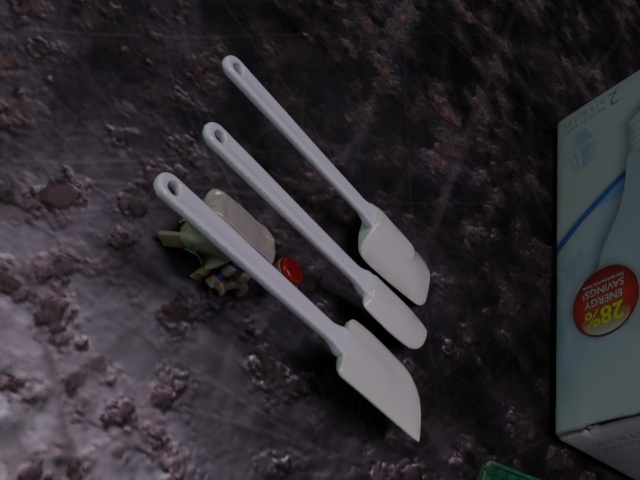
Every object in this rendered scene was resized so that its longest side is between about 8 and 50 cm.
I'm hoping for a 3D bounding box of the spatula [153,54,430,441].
[{"bbox_3d":[0.000,0.000,0.503,0.242,0.019,0.168,44,40,-27],"label":"spatula"}]

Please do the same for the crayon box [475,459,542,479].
[{"bbox_3d":[0.060,0.265,0.344,0.081,0.165,0.278,16,43,21],"label":"crayon box"}]

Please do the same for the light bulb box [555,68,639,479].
[{"bbox_3d":[0.400,-0.001,0.633,0.225,0.358,0.361,29,51,-22],"label":"light bulb box"}]

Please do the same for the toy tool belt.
[{"bbox_3d":[-0.056,0.010,0.479,0.083,0.051,0.052,43,30,-30],"label":"toy tool belt"}]
